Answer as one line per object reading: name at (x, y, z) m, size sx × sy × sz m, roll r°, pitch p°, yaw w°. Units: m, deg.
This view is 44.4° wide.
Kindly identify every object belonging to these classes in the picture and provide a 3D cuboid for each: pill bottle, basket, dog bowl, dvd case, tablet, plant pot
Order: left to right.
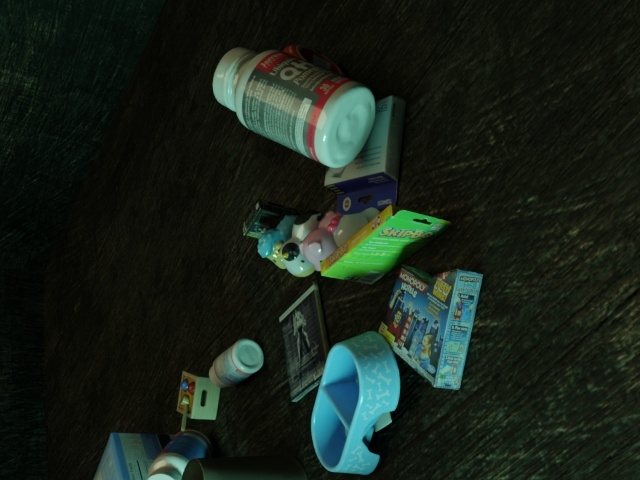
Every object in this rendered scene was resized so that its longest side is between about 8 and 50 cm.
pill bottle at (-0.356, 0.572, 1.960) m, size 0.221 × 0.124 × 0.124 m, roll -47°, pitch -23°, yaw -77°
pill bottle at (-0.213, 0.310, 1.945) m, size 0.160 × 0.087 × 0.087 m, roll -41°, pitch 48°, yaw 46°
basket at (-0.169, 0.532, 1.665) m, size 0.204 × 0.226 × 0.154 m, roll -6°, pitch 75°, yaw 57°
pill bottle at (-0.062, -0.283, 1.596) m, size 0.318 × 0.176 × 0.176 m, roll 28°, pitch 106°, yaw 28°
plant pot at (-0.047, -0.339, 1.787) m, size 0.174 × 0.191 × 0.191 m, roll -56°, pitch 38°, yaw 27°
dvd case at (-0.035, 0.225, 1.748) m, size 0.164 × 0.018 × 0.221 m, roll -46°, pitch 44°, yaw 43°
dog bowl at (0.056, 0.308, 1.462) m, size 0.166 × 0.074 × 0.297 m, roll 51°, pitch 135°, yaw 49°
tablet at (0.111, 0.315, 1.491) m, size 0.054 × 0.006 × 0.083 m, roll -46°, pitch 43°, yaw 42°

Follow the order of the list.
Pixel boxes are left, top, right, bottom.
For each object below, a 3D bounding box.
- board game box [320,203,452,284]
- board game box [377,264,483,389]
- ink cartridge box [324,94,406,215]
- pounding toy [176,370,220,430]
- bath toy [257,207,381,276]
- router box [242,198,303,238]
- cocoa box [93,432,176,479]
board game box at (0.119, 0.008, 1.463) m, size 0.259 × 0.124 × 0.039 m, roll -38°, pitch 49°, yaw 47°
board game box at (0.197, 0.124, 1.359) m, size 0.194 × 0.060 × 0.194 m, roll 38°, pitch 113°, yaw 56°
ink cartridge box at (0.088, -0.171, 1.649) m, size 0.223 × 0.045 × 0.224 m, roll -9°, pitch 73°, yaw 57°
pounding toy at (-0.337, 0.428, 2.095) m, size 0.130 × 0.100 × 0.141 m, roll 0°, pitch 80°, yaw 59°
bath toy at (0.000, 0.000, 1.659) m, size 0.348 × 0.129 × 0.152 m, roll -6°, pitch 75°, yaw 57°
router box at (-0.112, -0.041, 1.859) m, size 0.092 × 0.122 × 0.038 m, roll -55°, pitch 34°, yaw 33°
cocoa box at (-0.494, 0.728, 2.131) m, size 0.347 × 0.227 × 0.231 m, roll -66°, pitch 33°, yaw 20°
